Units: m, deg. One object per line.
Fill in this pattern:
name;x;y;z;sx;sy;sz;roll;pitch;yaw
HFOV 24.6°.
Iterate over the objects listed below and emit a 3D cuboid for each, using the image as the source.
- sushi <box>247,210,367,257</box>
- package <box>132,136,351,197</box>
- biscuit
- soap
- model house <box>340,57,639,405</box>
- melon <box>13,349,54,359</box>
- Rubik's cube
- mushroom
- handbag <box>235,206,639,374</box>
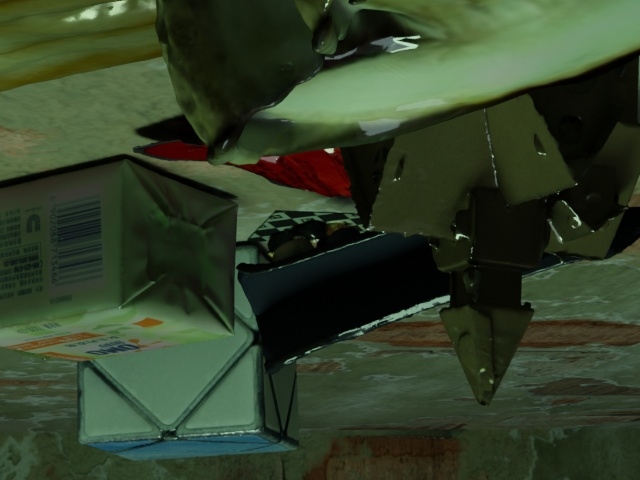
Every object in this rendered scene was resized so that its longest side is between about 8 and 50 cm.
sushi;0.000;0.000;1.485;0.126;0.026;0.120;2;164;-17
package;0.006;-0.063;1.155;0.269;0.071;0.194;-9;157;37
biscuit;-0.171;-0.134;0.806;0.291;0.062;0.237;-7;176;25
soap;-0.200;0.025;1.327;0.199;0.138;0.182;-11;164;28
model house;0.119;-0.019;0.933;0.181;0.248;0.176;5;171;-21
melon;-0.326;0.092;1.691;0.160;0.079;0.128;-3;167;6
Rubik's cube;-0.142;0.128;1.609;0.205;0.207;0.205;-3;167;9
mushroom;0.053;-0.151;0.624;0.190;0.164;0.267;-4;160;-35
handbag;0.114;0.001;1.246;0.326;0.118;0.269;-19;177;21
